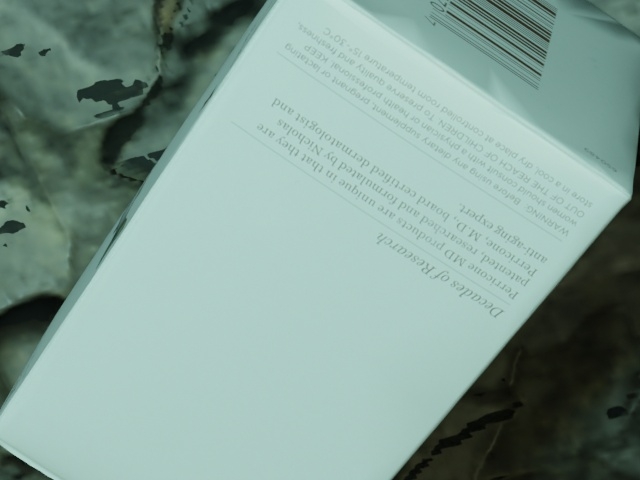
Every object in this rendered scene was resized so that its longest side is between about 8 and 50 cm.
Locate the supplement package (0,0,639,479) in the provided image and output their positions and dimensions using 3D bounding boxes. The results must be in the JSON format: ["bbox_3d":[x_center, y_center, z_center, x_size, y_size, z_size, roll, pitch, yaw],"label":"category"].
[{"bbox_3d":[0.000,0.000,0.559,0.105,0.105,0.179,33,119,-7],"label":"supplement package"}]
